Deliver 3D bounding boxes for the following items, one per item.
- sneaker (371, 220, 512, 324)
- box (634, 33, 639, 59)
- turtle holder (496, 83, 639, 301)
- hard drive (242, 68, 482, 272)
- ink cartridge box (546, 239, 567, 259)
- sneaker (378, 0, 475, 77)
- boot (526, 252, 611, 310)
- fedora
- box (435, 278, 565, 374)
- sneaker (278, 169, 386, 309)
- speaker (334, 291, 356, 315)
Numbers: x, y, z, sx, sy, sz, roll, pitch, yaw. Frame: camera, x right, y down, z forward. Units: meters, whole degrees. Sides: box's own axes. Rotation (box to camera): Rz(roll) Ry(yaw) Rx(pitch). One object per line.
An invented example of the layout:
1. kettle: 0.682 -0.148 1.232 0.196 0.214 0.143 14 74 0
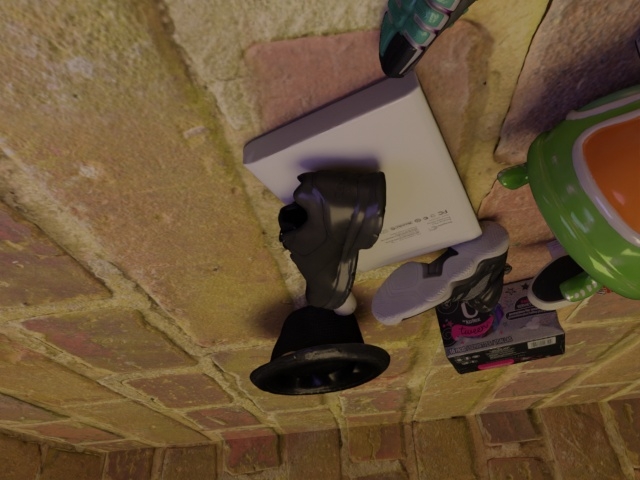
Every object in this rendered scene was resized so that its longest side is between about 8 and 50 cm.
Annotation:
1. sneaker: 0.229 0.091 0.809 0.268 0.101 0.153 -34 130 3
2. box: 0.438 -0.238 0.411 0.184 0.045 0.191 13 148 3
3. turtle holder: 0.405 -0.060 0.538 0.320 0.243 0.227 16 142 -30
4. hard drive: 0.085 -0.066 0.667 0.233 0.047 0.353 -19 146 21
5. ink cartridge box: 0.478 0.025 0.885 0.048 0.028 0.083 -25 142 26
6. sneaker: 0.133 -0.229 0.386 0.098 0.083 0.224 3 147 -21
7. boot: 0.508 0.083 0.867 0.244 0.088 0.176 -31 141 -1
8. fedora: -0.006 0.250 1.055 0.333 0.153 0.334 -4 148 -2
9. box: 0.412 0.201 1.050 0.247 0.142 0.163 -18 144 18
10. sneaker: 0.000 0.000 0.643 0.130 0.109 0.286 10 140 -5
11. speaker: 0.034 0.105 0.924 0.055 0.055 0.136 -13 147 11
